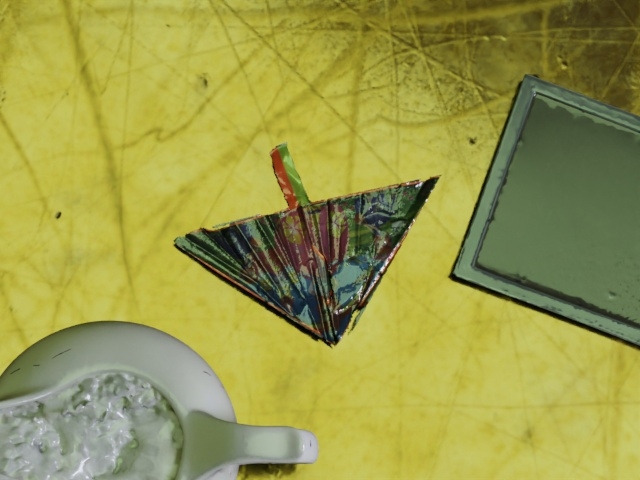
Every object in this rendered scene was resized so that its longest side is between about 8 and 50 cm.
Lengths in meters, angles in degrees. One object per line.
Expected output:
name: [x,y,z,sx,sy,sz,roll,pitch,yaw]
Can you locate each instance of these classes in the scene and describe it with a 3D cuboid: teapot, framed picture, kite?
teapot: [-0.152,0.164,1.498,0.300,0.166,0.208,-4,69,4]
framed picture: [0.264,-0.015,1.636,0.252,0.014,0.197,21,79,-2]
kite: [0.000,0.000,1.609,0.241,0.014,0.183,-18,80,-8]
